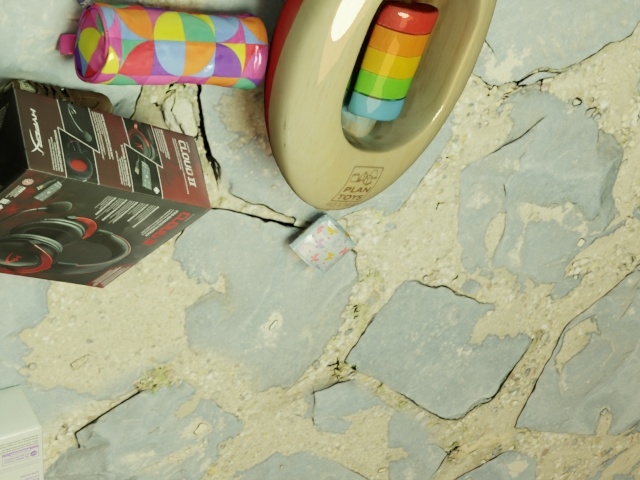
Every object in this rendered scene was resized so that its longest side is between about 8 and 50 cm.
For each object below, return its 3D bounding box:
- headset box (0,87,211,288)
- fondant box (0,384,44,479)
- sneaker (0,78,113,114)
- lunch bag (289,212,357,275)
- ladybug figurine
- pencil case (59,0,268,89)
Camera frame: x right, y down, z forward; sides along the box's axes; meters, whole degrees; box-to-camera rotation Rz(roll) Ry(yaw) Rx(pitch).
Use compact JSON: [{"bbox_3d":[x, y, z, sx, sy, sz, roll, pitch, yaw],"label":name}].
[{"bbox_3d":[-0.288,-0.049,1.600,0.218,0.110,0.293,-33,151,33],"label":"headset box"},{"bbox_3d":[-0.505,0.374,1.885,0.238,0.096,0.330,-13,130,-26],"label":"fondant box"},{"bbox_3d":[-0.329,-0.153,1.587,0.188,0.066,0.071,-17,132,-24],"label":"sneaker"},{"bbox_3d":[0.000,0.000,1.952,0.071,0.053,0.083,-43,147,7],"label":"lunch bag"},{"bbox_3d":[0.058,-0.244,1.692,0.305,0.162,0.449,-1,122,-46],"label":"ladybug figurine"},{"bbox_3d":[-0.177,-0.227,1.611,0.236,0.104,0.104,0,125,-34],"label":"pencil case"}]
